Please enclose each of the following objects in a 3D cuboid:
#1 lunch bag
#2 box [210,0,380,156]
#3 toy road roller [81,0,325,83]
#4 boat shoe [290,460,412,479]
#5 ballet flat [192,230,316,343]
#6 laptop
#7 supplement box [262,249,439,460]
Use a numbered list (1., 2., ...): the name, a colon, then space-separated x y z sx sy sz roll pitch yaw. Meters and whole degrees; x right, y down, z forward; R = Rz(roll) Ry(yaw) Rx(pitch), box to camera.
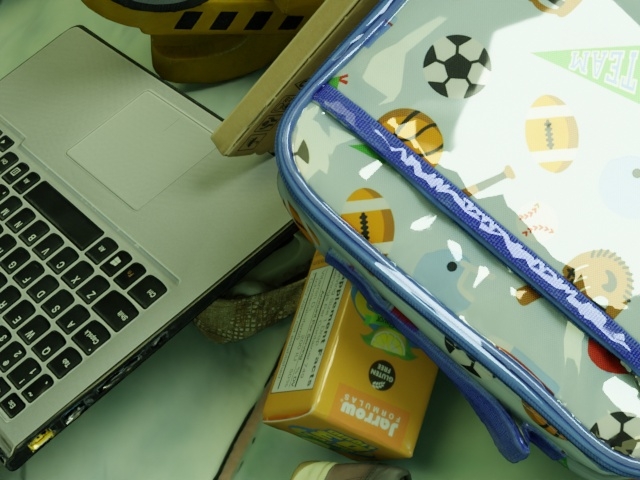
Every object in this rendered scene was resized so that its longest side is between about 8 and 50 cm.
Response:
1. lunch bag: 0.135 -0.016 0.838 0.303 0.115 0.243 41 78 7
2. box: 0.043 -0.127 0.968 0.201 0.164 0.021 -46 69 33
3. toy road roller: -0.026 -0.231 1.110 0.329 0.241 0.203 0 65 -5
4. boat shoe: 0.012 0.216 0.834 0.073 0.080 0.224 -15 47 25
5. ballet flat: 0.000 0.000 1.006 0.206 0.067 0.073 -31 47 4
6. laptop: -0.284 -0.047 0.989 0.408 0.236 0.382 -40 40 -13
7. supplement box: 0.043 0.013 0.928 0.080 0.078 0.233 -13 55 64
